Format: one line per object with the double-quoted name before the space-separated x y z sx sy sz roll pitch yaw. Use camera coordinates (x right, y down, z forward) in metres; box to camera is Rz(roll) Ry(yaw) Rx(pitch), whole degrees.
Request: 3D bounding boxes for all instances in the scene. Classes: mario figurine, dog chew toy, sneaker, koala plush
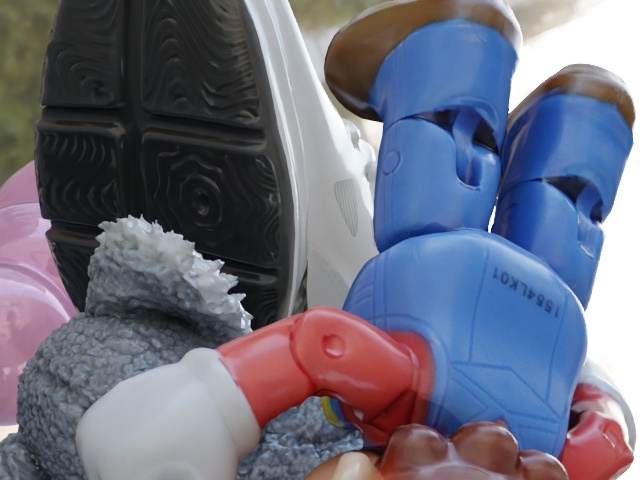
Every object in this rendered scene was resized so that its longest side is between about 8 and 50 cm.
"mario figurine" 0.024 0.067 0.676 0.170 0.198 0.320 93 9 -54
"dog chew toy" -0.225 0.047 1.533 0.207 0.206 0.332 69 22 -13
"sneaker" -0.001 0.000 1.039 0.169 0.257 0.447 11 -58 36
"koala plush" -0.039 0.101 0.814 0.221 0.196 0.203 34 6 -14
